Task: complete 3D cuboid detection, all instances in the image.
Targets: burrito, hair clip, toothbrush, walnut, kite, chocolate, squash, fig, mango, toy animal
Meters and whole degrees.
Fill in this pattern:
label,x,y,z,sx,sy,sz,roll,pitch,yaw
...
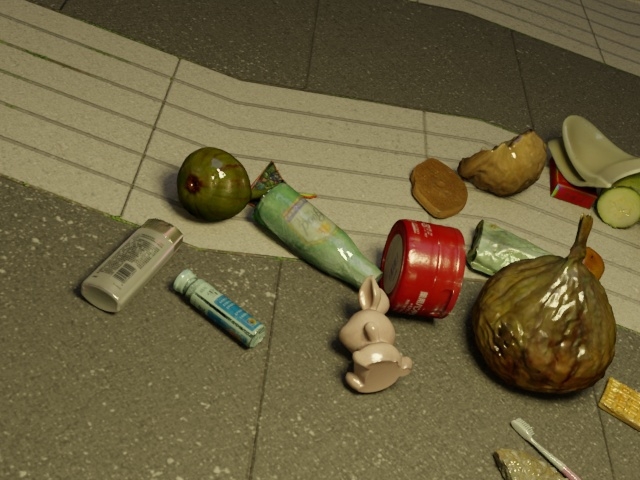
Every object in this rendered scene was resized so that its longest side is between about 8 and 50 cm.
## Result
label,x,y,z,sx,sy,sz,roll,pitch,yaw
burrito,0.443,0.042,1.892,0.229,0.089,0.144,22,42,5
hair clip,0.689,-0.210,2.171,0.172,0.113,0.282,-21,51,-20
toothbrush,0.449,0.421,1.517,0.025,0.020,0.286,-16,51,-43
walnut,0.467,-0.185,2.083,0.238,0.204,0.141,-23,87,-30
kite,-0.093,-0.105,1.894,0.183,0.014,0.241,-2,43,-25
chocolate,0.000,0.000,1.751,0.291,0.110,0.110,38,43,17
squash,0.780,-0.126,2.192,0.123,0.123,0.186,27,38,8
fig,0.440,0.105,1.613,0.286,0.368,0.286,4,41,-3
mango,0.607,0.063,1.953,0.080,0.060,0.114,49,44,8
fig,-0.187,-0.114,1.796,0.151,0.151,0.259,44,22,26
toy animal,0.087,0.174,1.583,0.124,0.124,0.212,6,42,-16

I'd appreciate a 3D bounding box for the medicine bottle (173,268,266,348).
label,x,y,z,sx,sy,sz,roll,pitch,yaw
medicine bottle,-0.186,0.124,1.569,0.191,0.051,0.051,36,42,18

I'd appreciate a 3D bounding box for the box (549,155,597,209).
label,x,y,z,sx,sy,sz,roll,pitch,yaw
box,0.662,-0.165,2.239,0.112,0.048,0.175,18,40,-2

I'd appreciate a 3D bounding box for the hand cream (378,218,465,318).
label,x,y,z,sx,sy,sz,roll,pitch,yaw
hand cream,0.198,0.056,1.695,0.125,0.193,0.193,10,41,-9

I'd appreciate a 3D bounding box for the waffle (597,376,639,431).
label,x,y,z,sx,sy,sz,roll,pitch,yaw
waffle,0.620,0.332,1.685,0.135,0.021,0.092,30,41,12

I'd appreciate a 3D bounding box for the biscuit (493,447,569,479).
label,x,y,z,sx,sy,sz,roll,pitch,yaw
biscuit,0.396,0.456,1.448,0.133,0.032,0.250,1,43,-23

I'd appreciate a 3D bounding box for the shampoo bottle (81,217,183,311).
label,x,y,z,sx,sy,sz,roll,pitch,yaw
shampoo bottle,-0.347,0.042,1.591,0.086,0.056,0.227,25,40,8

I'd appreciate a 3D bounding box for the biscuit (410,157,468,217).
label,x,y,z,sx,sy,sz,roll,pitch,yaw
biscuit,0.286,-0.125,2.057,0.142,0.029,0.220,10,40,-11
